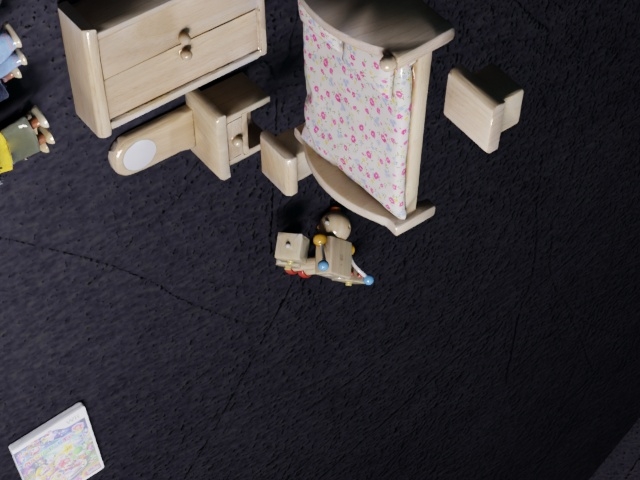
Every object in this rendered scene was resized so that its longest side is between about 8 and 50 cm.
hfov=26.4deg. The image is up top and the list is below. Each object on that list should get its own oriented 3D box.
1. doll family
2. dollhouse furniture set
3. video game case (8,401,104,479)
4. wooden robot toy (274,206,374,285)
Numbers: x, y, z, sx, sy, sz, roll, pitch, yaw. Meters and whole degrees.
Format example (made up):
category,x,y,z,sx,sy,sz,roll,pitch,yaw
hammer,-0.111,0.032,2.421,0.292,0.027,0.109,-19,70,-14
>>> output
category,x,y,z,sx,sy,sz,roll,pitch,yaw
doll family,-0.272,-0.091,1.048,0.111,0.076,0.193,-29,139,-17
dollhouse furniture set,-0.036,-0.071,1.070,0.174,0.355,0.303,-29,145,-23
video game case,-0.278,0.229,1.442,0.087,0.011,0.122,-31,145,-21
wooden robot toy,0.000,0.000,1.479,0.173,0.076,0.079,20,75,-55
